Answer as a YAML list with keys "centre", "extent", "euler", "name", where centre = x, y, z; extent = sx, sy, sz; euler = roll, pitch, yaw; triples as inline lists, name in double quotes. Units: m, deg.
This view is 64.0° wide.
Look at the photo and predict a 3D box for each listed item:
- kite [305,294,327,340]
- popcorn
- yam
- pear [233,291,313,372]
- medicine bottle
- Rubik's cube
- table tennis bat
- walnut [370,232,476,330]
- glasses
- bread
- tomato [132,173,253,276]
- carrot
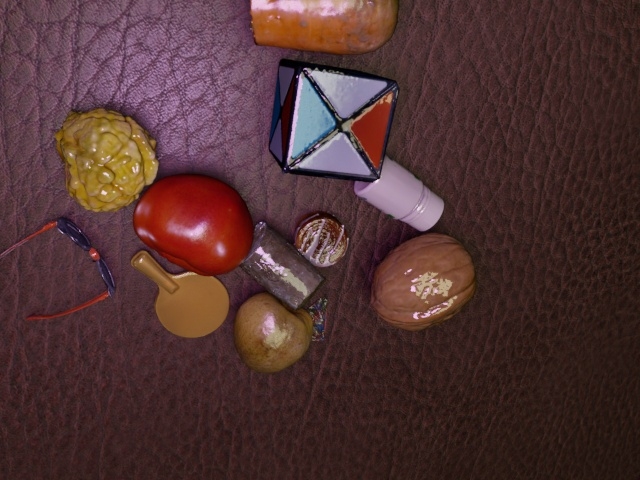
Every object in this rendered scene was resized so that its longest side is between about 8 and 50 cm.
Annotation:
- centre: [-0.053, 0.255, 1.559]
  extent: [0.232, 0.009, 0.189]
  euler: [-42, 114, 2]
  name: "kite"
- centre: [-0.486, -0.192, 1.175]
  extent: [0.212, 0.259, 0.259]
  euler: [-4, 110, -29]
  name: "popcorn"
- centre: [-0.109, 0.073, 1.368]
  extent: [0.254, 0.154, 0.154]
  euler: [43, 94, -4]
  name: "yam"
- centre: [-0.141, 0.262, 1.437]
  extent: [0.229, 0.188, 0.211]
  euler: [30, 98, -14]
  name: "pear"
- centre: [0.222, -0.130, 1.430]
  extent: [0.237, 0.139, 0.139]
  euler: [29, 99, -23]
  name: "medicine bottle"
- centre: [0.021, -0.296, 1.256]
  extent: [0.247, 0.248, 0.249]
  euler: [4, 109, -16]
  name: "Rubik's cube"
- centre: [-0.388, 0.143, 1.406]
  extent: [0.198, 0.050, 0.321]
  euler: [-41, 118, 0]
  name: "table tennis bat"
- centre: [0.290, 0.123, 1.471]
  extent: [0.313, 0.277, 0.252]
  euler: [-27, 77, 2]
  name: "walnut"
- centre: [-0.671, 0.093, 1.273]
  extent: [0.268, 0.118, 0.234]
  euler: [-30, 115, -4]
  name: "glasses"
- centre: [0.000, 0.000, 1.449]
  extent: [0.161, 0.073, 0.160]
  euler: [-5, 111, -14]
  name: "bread"
- centre: [-0.297, -0.045, 1.256]
  extent: [0.299, 0.299, 0.226]
  euler: [36, 72, -23]
  name: "tomato"
- centre: [0.005, -0.543, 1.182]
  extent: [0.341, 0.224, 0.224]
  euler: [-4, 110, -6]
  name: "carrot"
